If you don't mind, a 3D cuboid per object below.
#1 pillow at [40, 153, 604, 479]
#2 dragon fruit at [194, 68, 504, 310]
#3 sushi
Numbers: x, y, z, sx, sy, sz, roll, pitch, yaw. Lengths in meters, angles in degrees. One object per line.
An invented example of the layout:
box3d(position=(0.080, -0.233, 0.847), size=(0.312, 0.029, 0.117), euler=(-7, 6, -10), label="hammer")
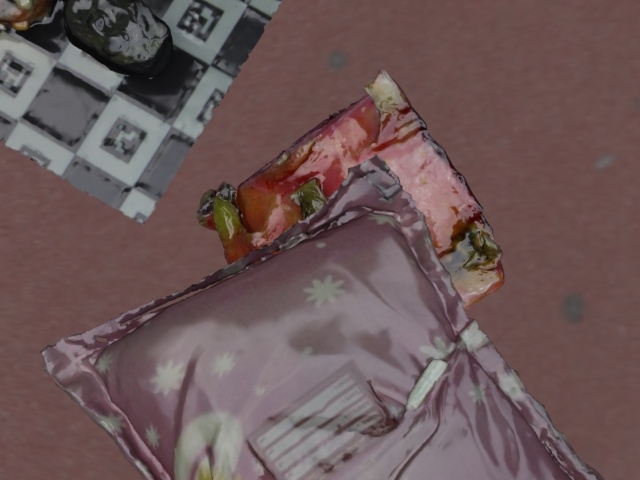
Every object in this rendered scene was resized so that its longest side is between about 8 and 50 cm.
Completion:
box3d(position=(0.020, 0.075, 0.543), size=(0.118, 0.043, 0.185), euler=(-35, 82, 3), label="pillow")
box3d(position=(0.000, 0.000, 0.831), size=(0.096, 0.147, 0.102), euler=(-30, 94, -19), label="dragon fruit")
box3d(position=(-0.214, -0.248, 1.709), size=(0.359, 0.064, 0.343), euler=(30, 83, 16), label="sushi")
